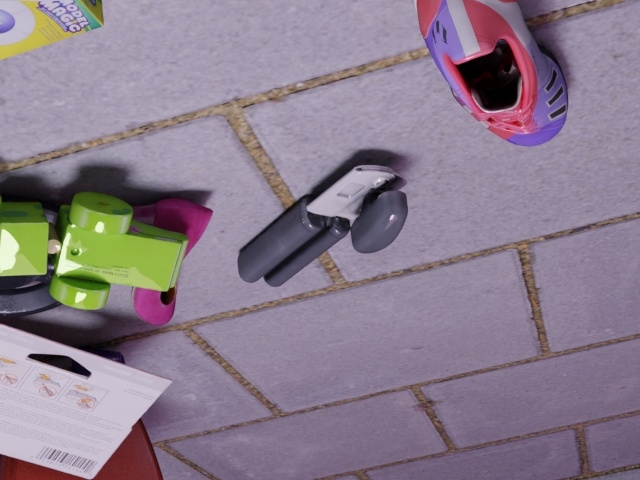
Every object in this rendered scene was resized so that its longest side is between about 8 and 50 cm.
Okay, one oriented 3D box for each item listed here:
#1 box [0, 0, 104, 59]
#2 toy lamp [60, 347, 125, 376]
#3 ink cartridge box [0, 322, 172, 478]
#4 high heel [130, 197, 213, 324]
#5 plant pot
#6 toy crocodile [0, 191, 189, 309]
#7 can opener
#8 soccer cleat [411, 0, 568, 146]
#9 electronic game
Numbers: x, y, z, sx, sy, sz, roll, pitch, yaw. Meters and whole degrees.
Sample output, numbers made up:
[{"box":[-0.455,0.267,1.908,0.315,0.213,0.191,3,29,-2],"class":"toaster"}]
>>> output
[{"box":[-0.258,-0.196,0.895,0.179,0.043,0.105,-17,153,12],"class":"box"},{"box":[-0.422,0.203,1.601,0.274,0.080,0.080,-6,154,-1],"class":"toy lamp"},{"box":[-0.389,0.199,1.502,0.296,0.066,0.261,23,127,-26],"class":"ink cartridge box"},{"box":[-0.172,0.031,1.333,0.117,0.082,0.244,0,141,4],"class":"high heel"},{"box":[-0.414,0.363,1.739,0.267,0.236,0.267,8,149,-33],"class":"plant pot"},{"box":[-0.307,-0.002,1.164,0.340,0.105,0.115,6,112,-23],"class":"toy crocodile"},{"box":[0.000,0.000,1.307,0.076,0.095,0.283,11,147,-34],"class":"can opener"},{"box":[0.169,-0.148,1.042,0.108,0.116,0.318,-18,152,17],"class":"soccer cleat"},{"box":[-0.368,0.021,1.282,0.229,0.048,0.229,-6,146,-4],"class":"electronic game"}]
